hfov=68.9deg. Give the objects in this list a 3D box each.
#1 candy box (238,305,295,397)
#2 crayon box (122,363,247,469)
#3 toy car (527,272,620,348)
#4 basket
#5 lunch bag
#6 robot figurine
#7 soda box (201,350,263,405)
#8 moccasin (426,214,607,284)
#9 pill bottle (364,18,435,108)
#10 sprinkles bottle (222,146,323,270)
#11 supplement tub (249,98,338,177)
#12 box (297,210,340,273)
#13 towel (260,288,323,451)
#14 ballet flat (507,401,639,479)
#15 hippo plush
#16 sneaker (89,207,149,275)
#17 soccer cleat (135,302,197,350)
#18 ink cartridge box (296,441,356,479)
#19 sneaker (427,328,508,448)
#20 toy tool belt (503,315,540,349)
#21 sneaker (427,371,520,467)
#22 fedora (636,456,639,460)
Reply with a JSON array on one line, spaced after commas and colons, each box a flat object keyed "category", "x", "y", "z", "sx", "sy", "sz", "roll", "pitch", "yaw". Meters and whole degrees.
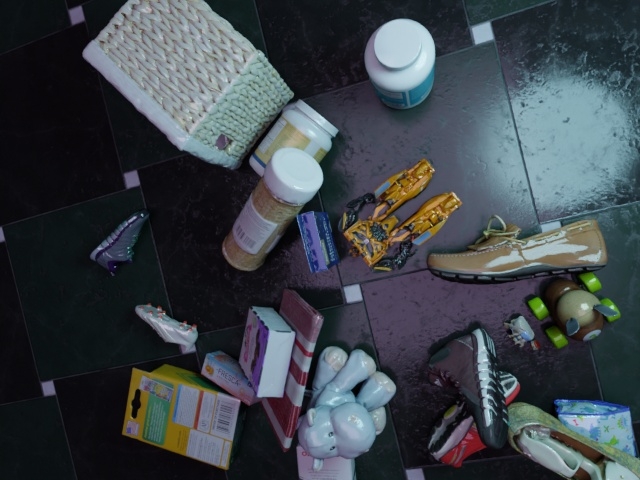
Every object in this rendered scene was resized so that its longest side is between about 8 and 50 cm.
[{"category": "candy box", "x": -0.139, "y": 0.272, "z": 1.170, "sx": 0.070, "sy": 0.196, "sz": 0.164, "roll": 8, "pitch": 96, "yaw": -23}, {"category": "crayon box", "x": -0.371, "y": 0.474, "z": 1.292, "sx": 0.323, "sy": 0.083, "sz": 0.202, "roll": 12, "pitch": 96, "yaw": 11}, {"category": "toy car", "x": 0.565, "y": 0.163, "z": 1.009, "sx": 0.155, "sy": 0.188, "sz": 0.148, "roll": -33, "pitch": 86, "yaw": 13}, {"category": "basket", "x": -0.289, "y": -0.382, "z": 1.103, "sx": 0.331, "sy": 0.328, "sz": 0.266, "roll": 42, "pitch": 97, "yaw": 8}, {"category": "lunch bag", "x": 0.622, "y": 0.437, "z": 1.060, "sx": 0.151, "sy": 0.096, "sz": 0.128, "roll": -7, "pitch": 92, "yaw": 23}, {"category": "robot figurine", "x": 0.181, "y": -0.053, "z": 1.135, "sx": 0.291, "sy": 0.085, "sz": 0.211, "roll": -40, "pitch": 84, "yaw": 12}, {"category": "soda box", "x": -0.229, "y": 0.362, "z": 1.240, "sx": 0.183, "sy": 0.058, "sz": 0.062, "roll": 22, "pitch": 99, "yaw": 29}, {"category": "moccasin", "x": 0.433, "y": 0.019, "z": 1.060, "sx": 0.381, "sy": 0.139, "sz": 0.146, "roll": -10, "pitch": 77, "yaw": 17}, {"category": "pill bottle", "x": 0.177, "y": -0.386, "z": 1.024, "sx": 0.146, "sy": 0.264, "sz": 0.146, "roll": 1, "pitch": 93, "yaw": 12}, {"category": "sprinkles bottle", "x": -0.124, "y": -0.061, "z": 1.096, "sx": 0.121, "sy": 0.121, "sz": 0.355, "roll": 48, "pitch": 137, "yaw": 6}, {"category": "supplement tub", "x": -0.064, "y": -0.228, "z": 1.149, "sx": 0.144, "sy": 0.144, "sz": 0.199, "roll": 41, "pitch": 100, "yaw": 7}, {"category": "box", "x": 0.000, "y": 0.000, "z": 1.107, "sx": 0.037, "sy": 0.225, "sz": 0.136, "roll": -14, "pitch": 91, "yaw": 13}, {"category": "towel", "x": -0.076, "y": 0.305, "z": 1.151, "sx": 0.037, "sy": 0.237, "sz": 0.328, "roll": 11, "pitch": 97, "yaw": -22}, {"category": "ballet flat", "x": 0.550, "y": 0.471, "z": 0.978, "sx": 0.349, "sy": 0.123, "sz": 0.123, "roll": 28, "pitch": 99, "yaw": 17}, {"category": "hippo plush", "x": 0.028, "y": 0.394, "z": 1.118, "sx": 0.295, "sy": 0.236, "sz": 0.234, "roll": -5, "pitch": 92, "yaw": 13}, {"category": "sneaker", "x": -0.542, "y": 0.003, "z": 1.317, "sx": 0.224, "sy": 0.083, "sz": 0.098, "roll": -37, "pitch": 106, "yaw": 17}, {"category": "soccer cleat", "x": -0.437, "y": 0.242, "z": 1.303, "sx": 0.196, "sy": 0.068, "sz": 0.076, "roll": 25, "pitch": 101, "yaw": 7}, {"category": "ink cartridge box", "x": 0.020, "y": 0.609, "z": 1.212, "sx": 0.140, "sy": 0.082, "sz": 0.190, "roll": -4, "pitch": 91, "yaw": 12}, {"category": "sneaker", "x": 0.324, "y": 0.342, "z": 1.061, "sx": 0.163, "sy": 0.281, "sz": 0.106, "roll": -22, "pitch": 122, "yaw": 28}, {"category": "toy tool belt", "x": 0.477, "y": 0.225, "z": 1.110, "sx": 0.051, "sy": 0.052, "sz": 0.083, "roll": -37, "pitch": 81, "yaw": 43}, {"category": "sneaker", "x": 0.382, "y": 0.433, "z": 1.128, "sx": 0.118, "sy": 0.107, "sz": 0.279, "roll": 38, "pitch": 102, "yaw": -12}, {"category": "fedora", "x": 0.773, "y": 0.643, "z": 1.010, "sx": 0.334, "sy": 0.152, "sz": 0.333, "roll": 1, "pitch": 94, "yaw": 13}]
